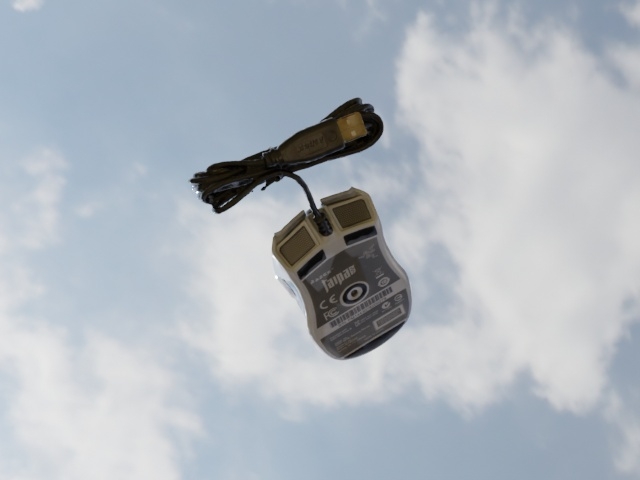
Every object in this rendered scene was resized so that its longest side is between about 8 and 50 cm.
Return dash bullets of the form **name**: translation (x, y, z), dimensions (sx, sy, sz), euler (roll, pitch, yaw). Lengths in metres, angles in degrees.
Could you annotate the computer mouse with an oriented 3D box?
- **computer mouse**: translation (0.000, 0.000, 0.875), dimensions (0.106, 0.193, 0.042), euler (-31, -129, -8)
